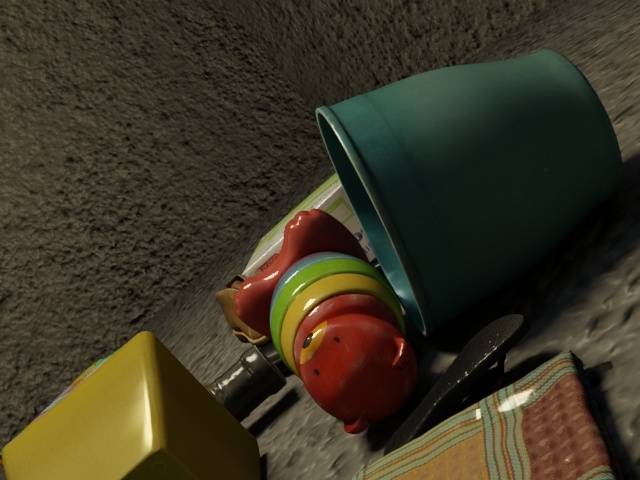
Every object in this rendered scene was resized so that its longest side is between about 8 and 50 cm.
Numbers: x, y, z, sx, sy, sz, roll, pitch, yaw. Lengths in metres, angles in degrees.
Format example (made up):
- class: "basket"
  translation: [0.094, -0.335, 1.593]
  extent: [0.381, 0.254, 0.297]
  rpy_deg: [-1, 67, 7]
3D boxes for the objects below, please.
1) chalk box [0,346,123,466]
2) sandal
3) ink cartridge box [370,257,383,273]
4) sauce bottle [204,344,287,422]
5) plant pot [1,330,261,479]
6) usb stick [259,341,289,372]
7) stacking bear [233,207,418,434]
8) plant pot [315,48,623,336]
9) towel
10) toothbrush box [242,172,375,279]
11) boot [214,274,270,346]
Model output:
- class: "chalk box"
  translation: [-0.337, 0.300, 1.276]
  extent: [0.179, 0.180, 0.289]
  rpy_deg: [-30, 12, 46]
- class: "sandal"
  translation: [0.124, 0.135, 0.680]
  extent: [0.179, 0.040, 0.067]
  rpy_deg: [-52, 0, 15]
- class: "ink cartridge box"
  translation: [0.129, 0.002, 1.239]
  extent: [0.208, 0.045, 0.206]
  rpy_deg: [-46, 9, -32]
- class: "sauce bottle"
  translation: [-0.196, 0.274, 1.034]
  extent: [0.344, 0.111, 0.111]
  rpy_deg: [-42, 9, -6]
- class: "plant pot"
  translation: [-0.185, 0.263, 0.818]
  extent: [0.212, 0.212, 0.187]
  rpy_deg: [-41, 22, -5]
- class: "usb stick"
  translation: [-0.017, 0.147, 1.140]
  extent: [0.278, 0.045, 0.077]
  rpy_deg: [-32, 5, 41]
- class: "stacking bear"
  translation: [0.021, 0.101, 0.868]
  extent: [0.175, 0.164, 0.289]
  rpy_deg: [-53, 19, 7]
- class: "plant pot"
  translation: [0.166, -0.073, 0.850]
  extent: [0.255, 0.271, 0.271]
  rpy_deg: [-26, 9, -1]
- class: "towel"
  translation: [0.037, 0.230, 0.543]
  extent: [0.370, 0.040, 0.271]
  rpy_deg: [-37, 10, 18]
- class: "toothbrush box"
  translation: [0.000, 0.000, 1.280]
  extent: [0.206, 0.122, 0.283]
  rpy_deg: [-41, 8, 9]
- class: "boot"
  translation: [-0.123, 0.122, 1.468]
  extent: [0.112, 0.115, 0.305]
  rpy_deg: [-41, 11, -25]
